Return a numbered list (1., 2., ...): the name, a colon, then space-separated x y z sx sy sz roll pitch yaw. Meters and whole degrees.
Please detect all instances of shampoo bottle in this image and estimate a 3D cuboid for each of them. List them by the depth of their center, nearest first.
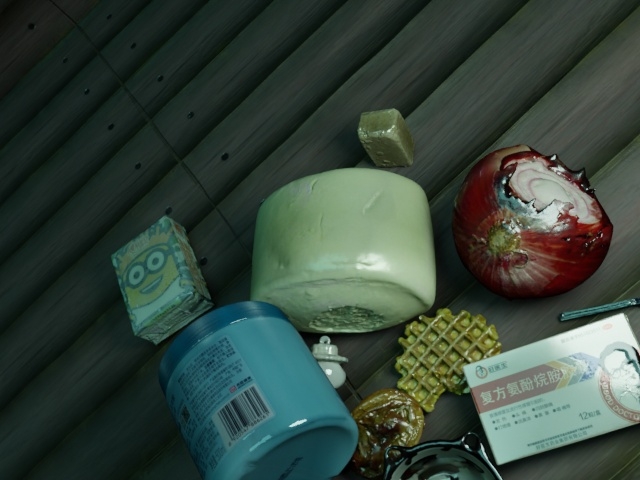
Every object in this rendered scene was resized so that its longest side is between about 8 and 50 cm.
1. shampoo bottle: -0.136 0.363 1.421 0.331 0.331 0.343 -42 49 4

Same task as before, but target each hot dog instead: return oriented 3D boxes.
1. hot dog: 0.131 0.440 1.489 0.160 0.099 0.227 36 106 18

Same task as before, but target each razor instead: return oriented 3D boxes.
1. razor: 0.617 0.147 1.437 0.190 0.033 0.066 -14 62 21

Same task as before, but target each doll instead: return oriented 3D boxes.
1. doll: 0.002 0.378 1.602 0.138 0.119 0.293 -2 73 16

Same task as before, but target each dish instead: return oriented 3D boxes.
1. dish: 0.264 0.555 1.374 0.303 0.120 0.303 -8 67 18

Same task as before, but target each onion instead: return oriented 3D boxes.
1. onion: 0.443 -0.022 1.439 0.341 0.341 0.341 -11 64 22

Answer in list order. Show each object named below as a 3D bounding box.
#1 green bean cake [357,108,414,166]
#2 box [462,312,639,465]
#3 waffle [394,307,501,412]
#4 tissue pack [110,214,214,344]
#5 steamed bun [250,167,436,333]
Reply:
1. green bean cake: 0.176 -0.267 1.754 0.109 0.179 0.085 2 68 24
2. box: 0.498 0.311 1.374 0.353 0.069 0.214 -21 68 10
3. waffle: 0.297 0.277 1.526 0.253 0.056 0.249 4 70 27
4. tissue pack: -0.468 0.112 1.942 0.228 0.128 0.311 -34 56 10
5. steamed bun: 0.040 0.012 1.604 0.456 0.290 0.371 -10 59 17
